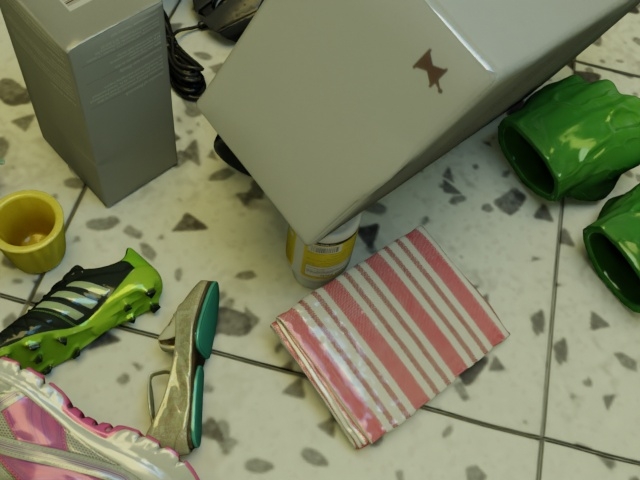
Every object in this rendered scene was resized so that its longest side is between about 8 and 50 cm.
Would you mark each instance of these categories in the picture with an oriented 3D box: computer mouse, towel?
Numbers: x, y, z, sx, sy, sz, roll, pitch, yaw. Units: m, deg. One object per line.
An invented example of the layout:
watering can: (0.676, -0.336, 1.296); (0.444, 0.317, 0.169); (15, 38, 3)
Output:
computer mouse: (-0.081, -0.265, 0.897); (0.262, 0.060, 0.184); (-19, 63, -17)
towel: (0.069, 0.085, 0.716); (0.197, 0.029, 0.144); (-31, 78, -25)

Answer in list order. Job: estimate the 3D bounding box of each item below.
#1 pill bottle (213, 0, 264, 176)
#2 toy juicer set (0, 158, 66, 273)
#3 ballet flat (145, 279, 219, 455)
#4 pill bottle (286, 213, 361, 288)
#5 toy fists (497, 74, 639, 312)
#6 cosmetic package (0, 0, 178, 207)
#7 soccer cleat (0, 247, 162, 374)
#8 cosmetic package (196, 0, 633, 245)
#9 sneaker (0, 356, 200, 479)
pill bottle: (-0.030, -0.177, 0.804); (0.123, 0.123, 0.219); (19, 73, 4)
toy juicer set: (-0.416, 0.016, 0.676); (0.329, 0.089, 0.209); (-38, 70, -24)
ballet flat: (-0.127, 0.107, 0.677); (0.053, 0.057, 0.168); (1, 59, 5)
pill bottle: (0.000, 0.000, 0.717); (0.065, 0.116, 0.065); (3, 59, -5)
toy fists: (0.319, -0.057, 0.803); (0.142, 0.096, 0.279); (-29, 68, -10)
cosmetic package: (-0.214, -0.154, 0.715); (0.107, 0.238, 0.127); (-38, 73, -22)
soccer cleat: (-0.232, 0.066, 0.691); (0.179, 0.060, 0.072); (-28, 57, -28)
cosmetic package: (0.131, -0.195, 0.691); (0.161, 0.230, 0.453); (51, 45, 3)
sneaker: (-0.226, 0.178, 0.594); (0.252, 0.103, 0.111); (25, 58, 9)
